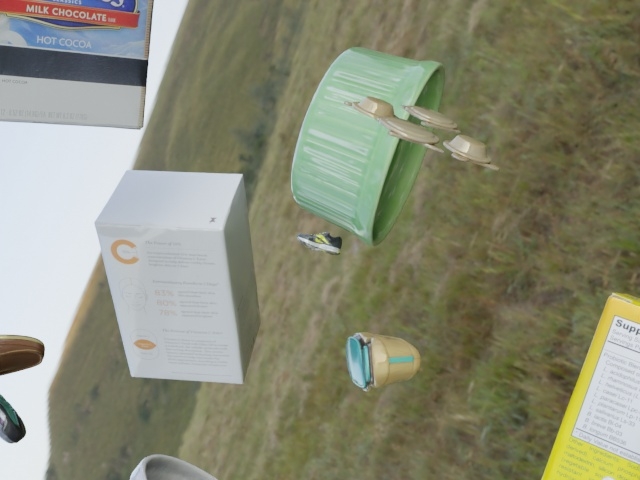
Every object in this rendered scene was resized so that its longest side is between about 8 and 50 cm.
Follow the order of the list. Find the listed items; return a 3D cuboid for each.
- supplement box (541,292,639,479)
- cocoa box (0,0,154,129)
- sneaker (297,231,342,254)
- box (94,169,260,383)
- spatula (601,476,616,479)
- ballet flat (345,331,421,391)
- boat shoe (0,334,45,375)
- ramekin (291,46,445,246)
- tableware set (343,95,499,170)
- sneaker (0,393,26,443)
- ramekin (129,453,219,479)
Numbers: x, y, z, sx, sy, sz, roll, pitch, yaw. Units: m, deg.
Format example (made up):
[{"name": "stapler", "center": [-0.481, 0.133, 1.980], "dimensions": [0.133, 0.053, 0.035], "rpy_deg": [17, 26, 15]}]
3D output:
[{"name": "supplement box", "center": [0.415, 0.265, 1.108], "dimensions": [0.195, 0.194, 0.357], "rpy_deg": [8, -78, -65]}, {"name": "cocoa box", "center": [-0.426, -0.286, 1.158], "dimensions": [0.231, 0.347, 0.228], "rpy_deg": [27, 113, 54]}, {"name": "sneaker", "center": [0.000, 0.000, 1.540], "dimensions": [0.031, 0.083, 0.035], "rpy_deg": [89, -160, -73]}, {"name": "box", "center": [-0.236, 0.067, 1.517], "dimensions": [0.168, 0.214, 0.345], "rpy_deg": [-77, -12, -53]}, {"name": "spatula", "center": [0.351, 0.354, 0.841], "dimensions": [0.019, 0.168, 0.242], "rpy_deg": [-10, -82, -58]}, {"name": "ballet flat", "center": [0.080, 0.157, 1.113], "dimensions": [0.232, 0.073, 0.080], "rpy_deg": [147, 117, -84]}, {"name": "boat shoe", "center": [-0.467, 0.174, 1.184], "dimensions": [0.060, 0.177, 0.064], "rpy_deg": [-116, 29, -41]}, {"name": "ramekin", "center": [0.073, -0.156, 1.370], "dimensions": [0.303, 0.148, 0.304], "rpy_deg": [22, -90, -78]}, {"name": "tableware set", "center": [0.107, -0.120, 0.927], "dimensions": [0.169, 0.141, 0.020], "rpy_deg": [53, 128, 57]}, {"name": "sneaker", "center": [-0.528, 0.248, 1.285], "dimensions": [0.098, 0.223, 0.083], "rpy_deg": [-44, -33, -17]}, {"name": "ramekin", "center": [-0.136, 0.332, 0.907], "dimensions": [0.109, 0.207, 0.207], "rpy_deg": [-53, 3, -1]}]
